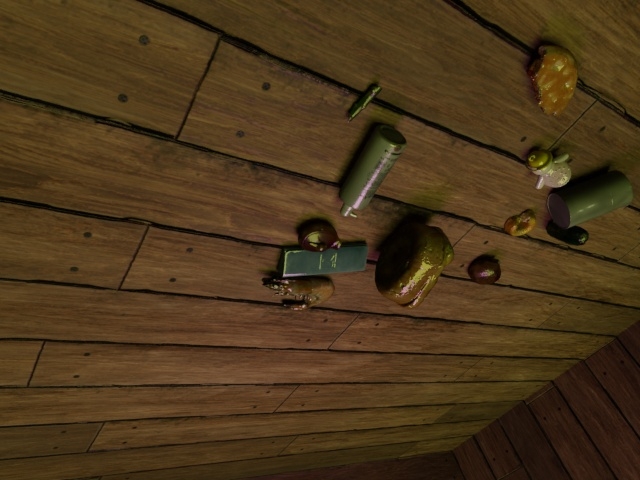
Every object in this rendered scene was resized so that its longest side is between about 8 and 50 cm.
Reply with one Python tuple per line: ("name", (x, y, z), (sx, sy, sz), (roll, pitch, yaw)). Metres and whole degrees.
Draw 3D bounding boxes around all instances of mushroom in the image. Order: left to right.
("mushroom", (0.596, 0.111, 1.837), (0.127, 0.087, 0.127), (4, 146, 2))

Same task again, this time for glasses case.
("glasses case", (0.012, 0.061, 1.497), (0.266, 0.056, 0.105), (-4, 139, -23))

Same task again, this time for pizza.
("pizza", (0.566, -0.394, 1.236), (0.127, 0.058, 0.246), (-42, 140, 21))

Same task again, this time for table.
("table", (0.871, -0.132, 1.638), (0.220, 0.126, 0.126), (-20, 142, -3))

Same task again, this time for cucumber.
("cucumber", (0.824, -0.026, 1.704), (0.069, 0.227, 0.069), (-1, 101, -5))

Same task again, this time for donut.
("donut", (0.268, 0.065, 1.511), (0.128, 0.208, 0.261), (21, 111, -26))
("donut", (0.678, -0.053, 1.706), (0.108, 0.043, 0.097), (-25, 141, 9))

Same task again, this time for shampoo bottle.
("shampoo bottle", (0.115, -0.161, 1.265), (0.085, 0.085, 0.262), (5, 135, -30))

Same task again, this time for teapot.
("teapot", (0.000, 0.000, 1.400), (0.129, 0.078, 0.098), (13, 130, -37))

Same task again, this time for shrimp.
("shrimp", (-0.087, 0.168, 1.579), (0.296, 0.058, 0.169), (12, 133, -40))

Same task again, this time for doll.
("doll", (0.669, -0.211, 1.485), (0.207, 0.081, 0.129), (17, 119, -37))

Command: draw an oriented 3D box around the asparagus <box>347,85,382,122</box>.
("asparagus", (0.094, -0.307, 1.134), (0.025, 0.021, 0.108), (25, 123, -38))
